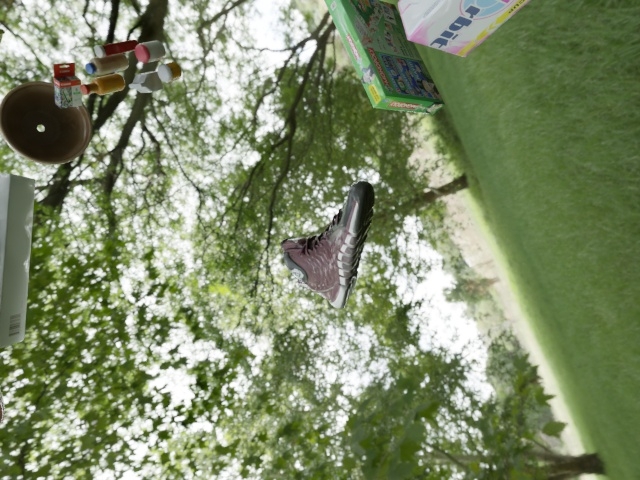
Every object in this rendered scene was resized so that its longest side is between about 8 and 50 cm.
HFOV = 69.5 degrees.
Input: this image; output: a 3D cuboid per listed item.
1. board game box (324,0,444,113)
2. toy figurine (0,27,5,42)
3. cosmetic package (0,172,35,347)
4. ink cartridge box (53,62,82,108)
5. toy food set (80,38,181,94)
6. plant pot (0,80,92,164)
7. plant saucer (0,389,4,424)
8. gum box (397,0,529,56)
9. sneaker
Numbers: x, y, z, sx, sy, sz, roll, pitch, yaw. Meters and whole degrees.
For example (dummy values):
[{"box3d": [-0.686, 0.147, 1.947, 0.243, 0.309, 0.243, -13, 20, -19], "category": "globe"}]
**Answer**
[{"box3d": [0.154, -0.451, 1.102, 0.213, 0.046, 0.317, -8, -110, -38], "category": "board game box"}, {"box3d": [-0.902, -0.376, 1.054, 0.362, 0.191, 0.217, -48, -43, -59], "category": "toy figurine"}, {"box3d": [-0.807, 0.034, 1.014, 0.097, 0.284, 0.377, 17, -103, -89], "category": "cosmetic package"}, {"box3d": [-0.689, -0.422, 1.258, 0.029, 0.115, 0.063, 36, -140, 19], "category": "ink cartridge box"}, {"box3d": [-0.432, -0.380, 1.022, 0.104, 0.232, 0.111, -44, -46, -48], "category": "toy food set"}, {"box3d": [-0.814, -0.338, 1.362, 0.237, 0.109, 0.237, -1, -88, -41], "category": "plant pot"}, {"box3d": [-0.680, 0.284, 0.865, 0.199, 0.198, 0.036, 60, -162, -21], "category": "plant saucer"}, {"box3d": [0.195, -0.311, 0.541, 0.107, 0.188, 0.062, 0, -109, -32], "category": "gum box"}, {"box3d": [0.000, 0.000, 0.885, 0.106, 0.162, 0.281, -51, -24, -54], "category": "sneaker"}]
